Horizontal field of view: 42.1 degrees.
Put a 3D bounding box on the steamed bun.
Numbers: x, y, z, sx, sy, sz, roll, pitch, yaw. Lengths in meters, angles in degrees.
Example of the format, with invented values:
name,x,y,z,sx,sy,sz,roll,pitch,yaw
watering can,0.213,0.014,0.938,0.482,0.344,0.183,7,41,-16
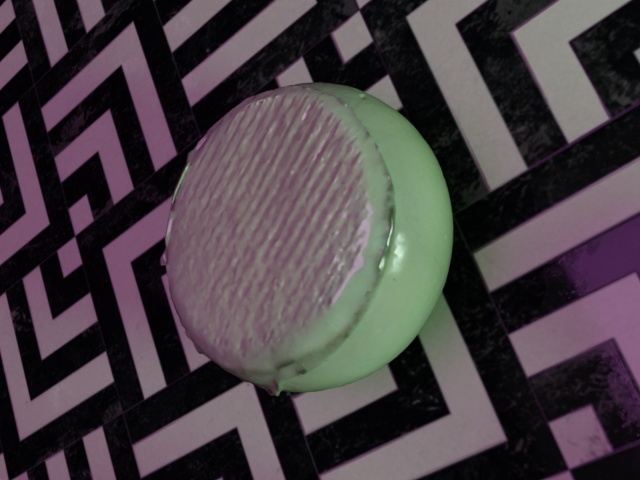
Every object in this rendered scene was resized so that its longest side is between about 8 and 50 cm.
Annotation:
name,x,y,z,sx,sy,sz,roll,pitch,yaw
steamed bun,0.000,0.000,1.020,0.374,0.241,0.375,-7,79,39
